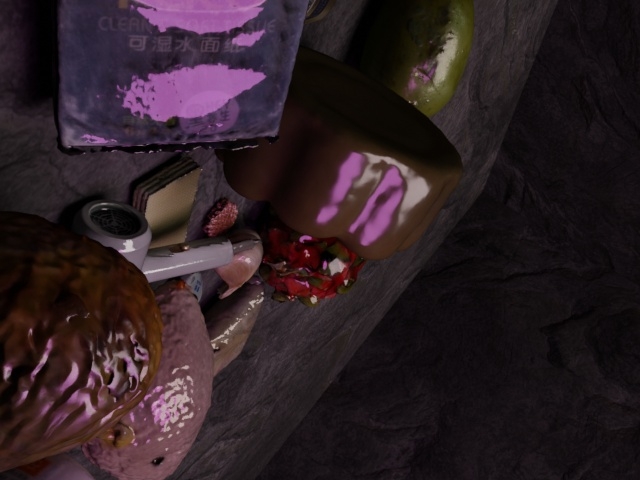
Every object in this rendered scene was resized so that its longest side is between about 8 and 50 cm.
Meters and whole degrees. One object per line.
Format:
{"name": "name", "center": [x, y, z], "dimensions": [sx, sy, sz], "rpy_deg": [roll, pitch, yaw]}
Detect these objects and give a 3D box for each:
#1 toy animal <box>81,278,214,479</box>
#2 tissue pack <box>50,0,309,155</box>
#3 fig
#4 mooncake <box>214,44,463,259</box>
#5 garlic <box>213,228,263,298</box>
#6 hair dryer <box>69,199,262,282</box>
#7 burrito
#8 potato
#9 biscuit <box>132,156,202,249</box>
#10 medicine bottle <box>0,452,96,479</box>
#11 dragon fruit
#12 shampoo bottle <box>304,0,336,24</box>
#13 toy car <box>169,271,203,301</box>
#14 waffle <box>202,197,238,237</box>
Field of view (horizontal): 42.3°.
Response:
{"name": "toy animal", "center": [-0.288, 0.235, 1.350], "dimensions": [0.226, 0.188, 0.359], "rpy_deg": [9, 94, -43]}
{"name": "tissue pack", "center": [-0.140, -0.256, 0.827], "dimensions": [0.259, 0.122, 0.361], "rpy_deg": [-5, 140, -22]}
{"name": "fig", "center": [-0.320, 0.168, 0.861], "dimensions": [0.286, 0.286, 0.369], "rpy_deg": [82, 17, -67]}
{"name": "mooncake", "center": [0.021, -0.133, 1.273], "dimensions": [0.201, 0.378, 0.378], "rpy_deg": [-58, 165, 24]}
{"name": "garlic", "center": [-0.159, 0.027, 1.518], "dimensions": [0.124, 0.099, 0.174], "rpy_deg": [-34, -165, 10]}
{"name": "hair dryer", "center": [-0.215, 0.018, 1.214], "dimensions": [0.357, 0.107, 0.173], "rpy_deg": [-14, 139, -48]}
{"name": "burrito", "center": [-0.240, 0.227, 1.677], "dimensions": [0.348, 0.107, 0.175], "rpy_deg": [-50, 169, -27]}
{"name": "potato", "center": [0.184, -0.371, 1.580], "dimensions": [0.216, 0.215, 0.305], "rpy_deg": [-35, 144, -52]}
{"name": "biscuit", "center": [-0.247, -0.029, 1.267], "dimensions": [0.121, 0.040, 0.199], "rpy_deg": [-42, 161, -44]}
{"name": "medicine bottle", "center": [-0.502, 0.494, 1.203], "dimensions": [0.388, 0.219, 0.219], "rpy_deg": [-42, 159, -44]}
{"name": "dragon fruit", "center": [-0.010, -0.007, 1.686], "dimensions": [0.231, 0.237, 0.303], "rpy_deg": [-47, -164, 50]}
{"name": "shampoo bottle", "center": [-0.085, -0.331, 1.069], "dimensions": [0.350, 0.084, 0.126], "rpy_deg": [-30, 155, -57]}
{"name": "toy car", "center": [-0.275, 0.143, 1.492], "dimensions": [0.205, 0.056, 0.095], "rpy_deg": [-53, 163, -8]}
{"name": "waffle", "center": [-0.178, -0.038, 1.473], "dimensions": [0.075, 0.029, 0.083], "rpy_deg": [-55, 162, -9]}
